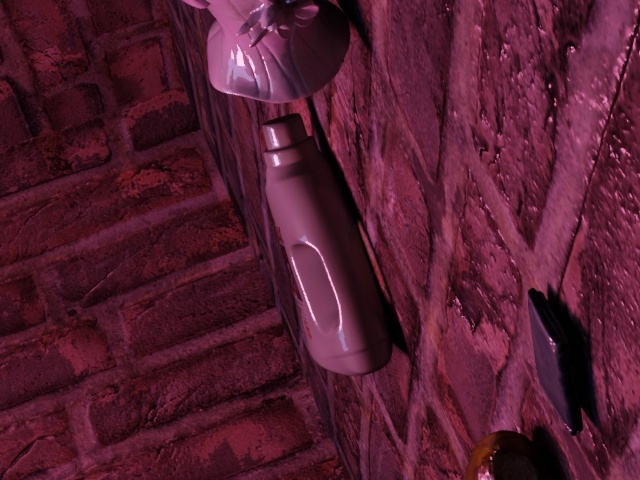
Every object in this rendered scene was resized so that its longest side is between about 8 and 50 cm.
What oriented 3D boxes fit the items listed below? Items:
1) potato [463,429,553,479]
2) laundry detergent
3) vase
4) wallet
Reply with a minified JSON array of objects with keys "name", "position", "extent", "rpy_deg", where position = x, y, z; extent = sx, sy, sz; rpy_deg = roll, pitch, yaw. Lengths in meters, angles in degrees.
[{"name":"potato","position":[0.216,0.318,1.711],"extent":[0.149,0.113,0.251],"rpy_deg":[-115,7,-52]},{"name":"laundry detergent","position":[0.000,0.000,2.359],"extent":[0.264,0.125,0.397],"rpy_deg":[-138,31,-75]},{"name":"vase","position":[-0.085,-0.351,1.701],"extent":[0.445,0.250,0.250],"rpy_deg":[73,173,-55]},{"name":"wallet","position":[0.226,0.115,1.449],"extent":[0.088,0.026,0.129],"rpy_deg":[-114,7,-52]}]
